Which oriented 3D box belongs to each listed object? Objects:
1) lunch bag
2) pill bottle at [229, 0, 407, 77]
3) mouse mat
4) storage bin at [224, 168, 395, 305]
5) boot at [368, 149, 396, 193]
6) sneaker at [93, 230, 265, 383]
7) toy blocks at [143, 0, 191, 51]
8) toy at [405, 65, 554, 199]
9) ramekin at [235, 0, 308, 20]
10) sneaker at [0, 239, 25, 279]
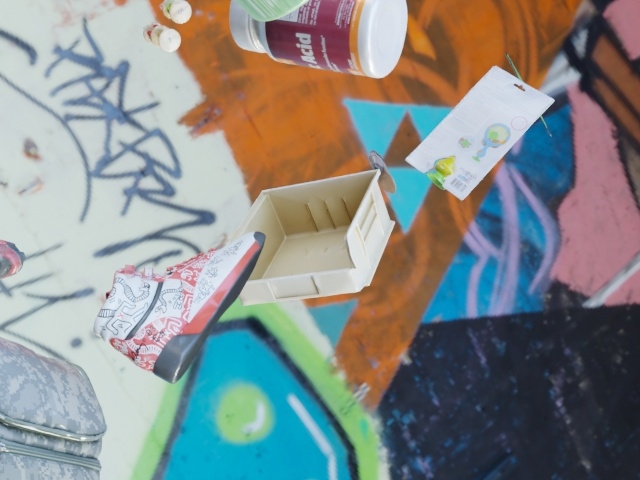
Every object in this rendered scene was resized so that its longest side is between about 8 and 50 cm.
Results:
[{"bbox_3d":[-0.430,0.252,1.158,0.305,0.212,0.256,41,40,-60],"label":"lunch bag"},{"bbox_3d":[-0.009,-0.531,2.158,0.392,0.224,0.224,14,-42,26],"label":"pill bottle"},{"bbox_3d":[0.460,-0.325,1.975,0.152,0.007,0.189,52,21,-28],"label":"mouse mat"},{"bbox_3d":[-0.021,-0.002,1.706,0.262,0.260,0.123,-8,-61,24],"label":"storage bin"},{"bbox_3d":[0.172,-0.195,2.461,0.118,0.042,0.087,54,19,-33],"label":"boot"},{"bbox_3d":[-0.188,0.053,1.190,0.145,0.270,0.090,28,-40,5],"label":"sneaker"},{"bbox_3d":[-0.364,-0.510,2.064,0.148,0.054,0.123,35,-75,52],"label":"toy blocks"},{"bbox_3d":[0.278,-0.180,1.546,0.137,0.237,0.056,40,-10,31],"label":"toy"},{"bbox_3d":[-0.075,-0.576,1.750,0.148,0.303,0.303,44,-15,-32],"label":"ramekin"},{"bbox_3d":[-0.722,0.055,1.728,0.135,0.276,0.097,-101,-170,-69],"label":"sneaker"}]
